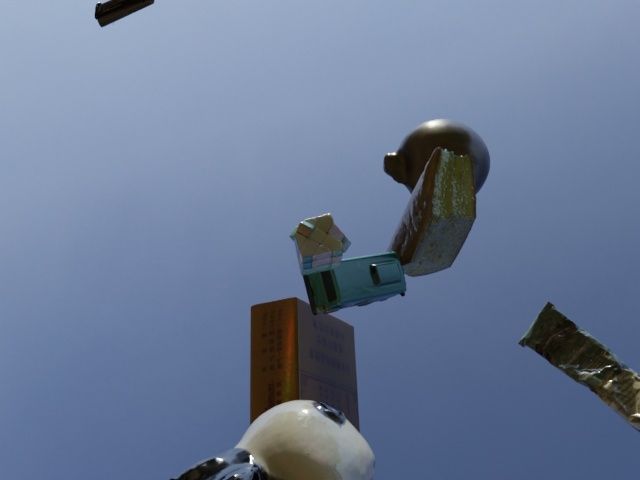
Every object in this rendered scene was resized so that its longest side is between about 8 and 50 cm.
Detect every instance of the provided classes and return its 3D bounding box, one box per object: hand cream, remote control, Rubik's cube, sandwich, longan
[{"bbox_3d":[0.392,0.190,1.043,0.075,0.052,0.248,-40,-130,-10],"label":"hand cream"},{"bbox_3d":[-0.227,-0.274,0.861,0.091,0.016,0.034,-10,-109,32],"label":"remote control"},{"bbox_3d":[-0.002,0.001,1.074,0.075,0.084,0.073,120,-42,-53],"label":"Rubik's cube"},{"bbox_3d":[0.189,-0.023,1.261,0.096,0.094,0.258,-118,-139,-52],"label":"sandwich"},{"bbox_3d":[0.223,-0.147,1.439,0.204,0.159,0.185,1,-127,4],"label":"longan"}]

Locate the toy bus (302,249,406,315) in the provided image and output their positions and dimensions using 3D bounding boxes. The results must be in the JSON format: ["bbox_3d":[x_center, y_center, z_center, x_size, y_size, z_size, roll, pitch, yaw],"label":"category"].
[{"bbox_3d":[0.061,0.066,1.205,0.091,0.160,0.079,-26,-105,50],"label":"toy bus"}]

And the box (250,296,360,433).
[{"bbox_3d":[-0.026,0.344,1.455,0.115,0.264,0.416,-13,-114,25],"label":"box"}]

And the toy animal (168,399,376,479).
[{"bbox_3d":[-0.049,0.314,0.842,0.212,0.266,0.213,34,-42,36],"label":"toy animal"}]
